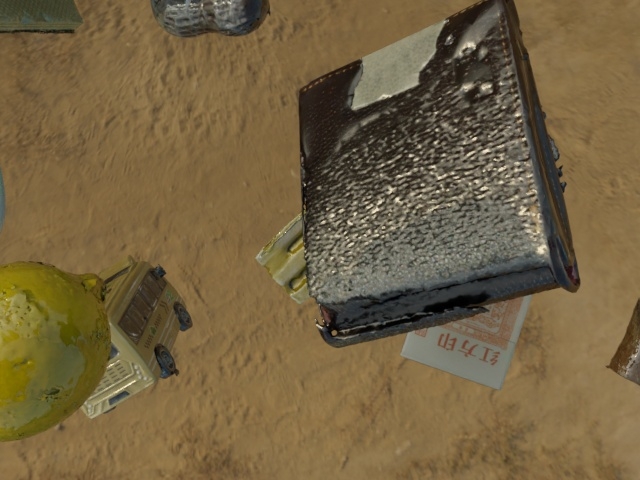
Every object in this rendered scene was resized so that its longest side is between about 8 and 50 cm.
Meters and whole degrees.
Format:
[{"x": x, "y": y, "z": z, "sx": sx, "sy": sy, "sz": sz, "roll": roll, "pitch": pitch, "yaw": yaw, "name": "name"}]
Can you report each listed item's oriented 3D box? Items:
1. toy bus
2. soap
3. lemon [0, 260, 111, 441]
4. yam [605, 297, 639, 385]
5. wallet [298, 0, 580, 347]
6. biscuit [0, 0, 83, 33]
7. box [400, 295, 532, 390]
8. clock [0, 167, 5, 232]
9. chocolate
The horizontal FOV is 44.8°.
[{"x": -0.391, "y": 0.180, "z": 1.553, "sx": 0.177, "sy": 0.365, "sz": 0.202, "roll": -31, "pitch": 106, "yaw": 9, "name": "toy bus"}, {"x": 0.000, "y": 0.000, "z": 1.489, "sx": 0.135, "sy": 0.076, "sz": 0.233, "roll": 46, "pitch": 110, "yaw": -3, "name": "soap"}, {"x": -0.297, "y": 0.106, "z": 0.772, "sx": 0.206, "sy": 0.173, "sz": 0.173, "roll": -45, "pitch": 112, "yaw": -15, "name": "lemon"}, {"x": 0.503, "y": 0.160, "z": 1.196, "sx": 0.084, "sy": 0.084, "sz": 0.127, "roll": 17, "pitch": 100, "yaw": -14, "name": "yam"}, {"x": 0.083, "y": -0.057, "z": 0.655, "sx": 0.221, "sy": 0.262, "sz": 0.071, "roll": -20, "pitch": 155, "yaw": 33, "name": "wallet"}, {"x": -0.428, "y": -0.352, "z": 1.093, "sx": 0.041, "sy": 0.199, "sz": 0.121, "roll": -28, "pitch": 93, "yaw": 26, "name": "biscuit"}, {"x": 0.310, "y": 0.087, "z": 1.517, "sx": 0.205, "sy": 0.051, "sz": 0.365, "roll": 19, "pitch": 83, "yaw": 11, "name": "box"}, {"x": -0.220, "y": -0.034, "z": 0.309, "sx": 0.189, "sy": 0.060, "sz": 0.148, "roll": -23, "pitch": 96, "yaw": 28, "name": "clock"}, {"x": -0.201, "y": -0.419, "z": 1.404, "sx": 0.248, "sy": 0.110, "sz": 0.110, "roll": 11, "pitch": 114, "yaw": 32, "name": "chocolate"}]
